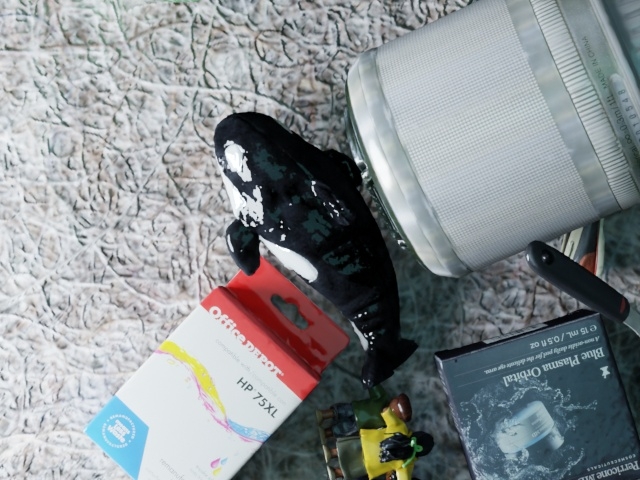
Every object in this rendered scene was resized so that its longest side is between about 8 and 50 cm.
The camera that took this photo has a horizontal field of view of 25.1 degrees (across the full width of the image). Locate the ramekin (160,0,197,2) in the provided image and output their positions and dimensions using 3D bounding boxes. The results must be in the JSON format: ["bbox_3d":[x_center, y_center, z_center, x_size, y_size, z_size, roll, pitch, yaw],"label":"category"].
[{"bbox_3d":[-0.138,-0.366,1.331,0.303,0.148,0.303,0,89,1],"label":"ramekin"}]

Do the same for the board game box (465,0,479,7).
[{"bbox_3d":[0.234,-0.265,1.379,0.136,0.030,0.259,27,89,4],"label":"board game box"}]

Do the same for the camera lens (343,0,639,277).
[{"bbox_3d":[0.174,-0.107,1.260,0.274,0.219,0.219,-23,88,13],"label":"camera lens"}]

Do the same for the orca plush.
[{"bbox_3d":[0.000,0.000,1.323,0.151,0.102,0.287,-20,87,-17],"label":"orca plush"}]

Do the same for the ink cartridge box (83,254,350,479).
[{"bbox_3d":[-0.093,0.136,1.350,0.134,0.078,0.231,42,89,2],"label":"ink cartridge box"}]

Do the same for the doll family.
[{"bbox_3d":[0.066,0.228,1.350,0.111,0.076,0.193,-11,93,-3],"label":"doll family"}]

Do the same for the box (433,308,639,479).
[{"bbox_3d":[0.204,0.160,1.335,0.156,0.093,0.158,-17,89,1],"label":"box"}]

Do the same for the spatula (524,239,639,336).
[{"bbox_3d":[0.280,0.075,1.293,0.296,0.030,0.084,35,58,-34],"label":"spatula"}]

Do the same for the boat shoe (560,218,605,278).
[{"bbox_3d":[0.248,-0.030,1.363,0.043,0.049,0.137,2,93,4],"label":"boat shoe"}]
